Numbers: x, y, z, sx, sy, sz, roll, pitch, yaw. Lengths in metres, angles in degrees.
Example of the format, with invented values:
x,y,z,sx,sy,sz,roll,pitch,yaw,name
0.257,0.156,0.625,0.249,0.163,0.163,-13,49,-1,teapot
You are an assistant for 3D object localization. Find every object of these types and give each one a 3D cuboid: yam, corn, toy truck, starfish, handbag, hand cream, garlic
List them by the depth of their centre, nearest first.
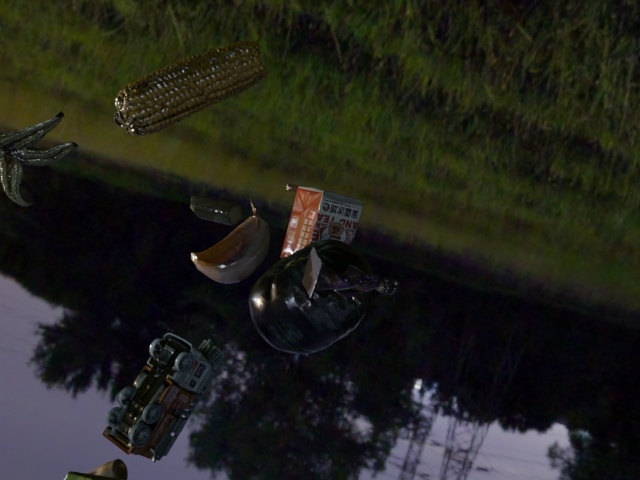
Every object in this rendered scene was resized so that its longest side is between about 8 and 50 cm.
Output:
x,y,z,sx,sy,sz,roll,pitch,yaw,name
-0.459,-0.134,0.985,0.224,0.050,0.216,-18,143,4,starfish
-0.258,-0.303,1.350,0.318,0.115,0.115,-25,179,-7,corn
-0.173,0.007,1.476,0.129,0.198,0.090,36,167,23,garlic
-0.388,0.392,1.767,0.133,0.338,0.184,17,159,40,toy truck
-0.295,-0.084,1.930,0.147,0.069,0.070,12,174,8,yam
0.000,0.000,2.036,0.171,0.297,0.151,12,-178,-36,handbag
-0.695,0.731,2.103,0.203,0.083,0.084,-17,166,13,hand cream

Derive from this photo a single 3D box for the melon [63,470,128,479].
x,y,z,sx,sy,sz,roll,pitch,yaw,name
-0.461,0.652,1.637,0.124,0.196,0.323,-28,147,26,melon

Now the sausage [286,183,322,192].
x,y,z,sx,sy,sz,roll,pitch,yaw,name
-0.048,-0.153,2.102,0.116,0.026,0.026,8,177,-15,sausage

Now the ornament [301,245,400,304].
x,y,z,sx,sy,sz,roll,pitch,yaw,name
0.064,0.089,1.376,0.203,0.081,0.088,18,-160,-25,ornament

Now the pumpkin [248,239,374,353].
x,y,z,sx,sy,sz,roll,pitch,yaw,name
-0.011,0.140,1.623,0.238,0.315,0.315,57,166,-8,pumpkin
